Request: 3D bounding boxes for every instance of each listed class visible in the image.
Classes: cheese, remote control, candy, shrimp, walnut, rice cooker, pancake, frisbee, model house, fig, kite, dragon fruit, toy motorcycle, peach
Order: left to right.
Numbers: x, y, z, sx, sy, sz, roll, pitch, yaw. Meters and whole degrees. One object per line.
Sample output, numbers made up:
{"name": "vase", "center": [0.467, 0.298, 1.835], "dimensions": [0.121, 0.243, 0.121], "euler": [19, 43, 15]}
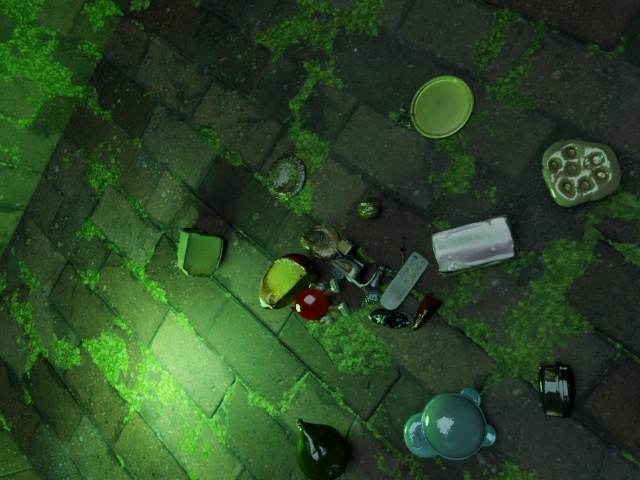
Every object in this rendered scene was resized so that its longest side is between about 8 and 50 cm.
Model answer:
{"name": "model house", "center": [-0.556, 0.051, 2.331], "dimensions": [0.211, 0.170, 0.194], "euler": [17, 100, 57]}
{"name": "pancake", "center": [-0.145, -0.264, 2.189], "dimensions": [0.199, 0.021, 0.199], "euler": [-3, 83, 28]}
{"name": "peach", "center": [-0.132, 0.161, 2.060], "dimensions": [0.267, 0.153, 0.159], "euler": [-49, 59, 23]}
{"name": "fig", "center": [-0.014, 0.750, 1.886], "dimensions": [0.195, 0.195, 0.245], "euler": [-26, 115, 23]}
{"name": "shrimp", "center": [0.001, 0.002, 2.073], "dimensions": [0.187, 0.052, 0.133], "euler": [25, 77, 23]}
{"name": "toy motorcycle", "center": [0.151, 0.118, 1.949], "dimensions": [0.263, 0.091, 0.157], "euler": [37, 99, 26]}
{"name": "walnut", "center": [0.185, -0.122, 1.963], "dimensions": [0.092, 0.092, 0.092], "euler": [-3, 83, 28]}
{"name": "remote control", "center": [0.297, 0.148, 1.878], "dimensions": [0.073, 0.044, 0.229], "euler": [35, 89, -2]}
{"name": "kite", "center": [0.315, -0.458, 1.962], "dimensions": [0.090, 0.004, 0.122], "euler": [-28, 68, 37]}
{"name": "dragon fruit", "center": [0.357, 0.253, 1.838], "dimensions": [0.063, 0.097, 0.131], "euler": [44, 124, 28]}
{"name": "frisbee", "center": [0.441, -0.486, 1.901], "dimensions": [0.235, 0.017, 0.236], "euler": [-3, 83, 29]}
{"name": "candy", "center": [0.515, 0.020, 1.747], "dimensions": [0.265, 0.115, 0.156], "euler": [-18, 75, 26]}
{"name": "rice cooker", "center": [0.720, 0.455, 1.590], "dimensions": [0.106, 0.112, 0.166], "euler": [-13, 77, 33]}
{"name": "cheese", "center": [0.800, -0.206, 1.620], "dimensions": [0.235, 0.117, 0.218], "euler": [41, 105, 24]}

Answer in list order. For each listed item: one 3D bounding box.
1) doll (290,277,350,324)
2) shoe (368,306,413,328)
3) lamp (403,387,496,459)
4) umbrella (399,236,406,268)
{"name": "doll", "center": [-0.008, 0.247, 2.018], "dimensions": [0.217, 0.085, 0.183], "euler": [-20, 97, 20]}
{"name": "shoe", "center": [0.243, 0.282, 1.874], "dimensions": [0.169, 0.099, 0.071], "euler": [6, 89, 29]}
{"name": "lamp", "center": [0.412, 0.616, 1.717], "dimensions": [0.284, 0.147, 0.210], "euler": [-26, 74, 24]}
{"name": "umbrella", "center": [0.300, 0.060, 1.913], "dimensions": [0.022, 0.022, 0.149], "euler": [174, 100, -65]}
